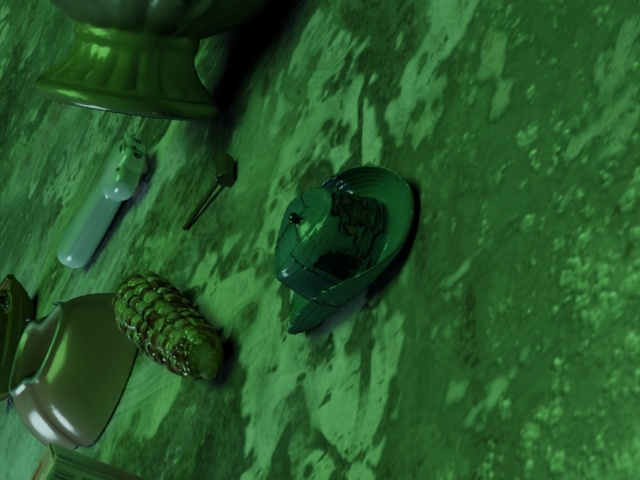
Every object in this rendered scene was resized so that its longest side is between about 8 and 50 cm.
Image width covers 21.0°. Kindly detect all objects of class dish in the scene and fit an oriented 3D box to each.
[{"bbox_3d":[-0.293,0.136,1.983,0.213,0.090,0.213,-47,29,37],"label":"dish"}]

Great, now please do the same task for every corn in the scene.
[{"bbox_3d":[-0.153,0.089,1.760,0.079,0.079,0.237,-64,28,3],"label":"corn"}]

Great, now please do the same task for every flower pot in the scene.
[{"bbox_3d":[-0.204,-0.267,1.968,0.307,0.307,0.244,-156,75,-67],"label":"flower pot"}]

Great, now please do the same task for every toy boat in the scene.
[{"bbox_3d":[-0.431,0.131,2.304,0.057,0.077,0.200,-44,31,42],"label":"toy boat"}]

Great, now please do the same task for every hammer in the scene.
[{"bbox_3d":[-0.125,-0.048,1.906,0.110,0.019,0.035,-54,25,38],"label":"hammer"}]

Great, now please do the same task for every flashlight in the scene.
[{"bbox_3d":[-0.272,-0.042,2.177,0.200,0.047,0.093,-55,24,29],"label":"flashlight"}]

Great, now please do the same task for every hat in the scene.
[{"bbox_3d":[0.000,0.000,1.505,0.191,0.078,0.138,-38,33,47],"label":"hat"}]

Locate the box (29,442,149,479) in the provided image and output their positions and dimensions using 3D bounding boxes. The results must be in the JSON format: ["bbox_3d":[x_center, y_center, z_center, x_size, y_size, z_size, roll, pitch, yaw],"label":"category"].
[{"bbox_3d":[-0.223,0.259,1.668,0.089,0.125,0.043,-61,22,7],"label":"box"}]
